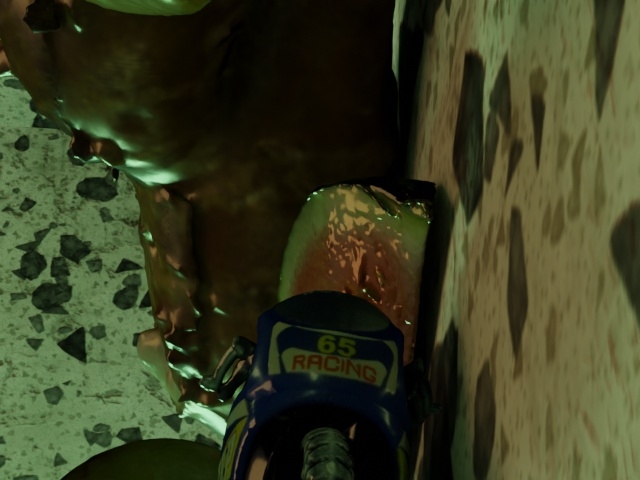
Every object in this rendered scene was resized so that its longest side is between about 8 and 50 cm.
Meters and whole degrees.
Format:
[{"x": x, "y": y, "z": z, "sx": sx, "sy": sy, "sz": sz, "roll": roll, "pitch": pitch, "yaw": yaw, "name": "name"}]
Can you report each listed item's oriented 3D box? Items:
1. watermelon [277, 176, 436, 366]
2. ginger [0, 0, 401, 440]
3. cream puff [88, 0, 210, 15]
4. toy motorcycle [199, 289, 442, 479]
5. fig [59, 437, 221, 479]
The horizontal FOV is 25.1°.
[{"x": 0.021, "y": 0.059, "z": 0.703, "sx": 0.119, "sy": 0.063, "sz": 0.245, "roll": -112, "pitch": 23, "yaw": -50, "name": "watermelon"}, {"x": -0.066, "y": -0.056, "z": 0.807, "sx": 0.176, "sy": 0.254, "sz": 0.418, "roll": -106, "pitch": 14, "yaw": -63, "name": "ginger"}, {"x": -0.042, "y": -0.242, "z": 0.479, "sx": 0.257, "sy": 0.324, "sz": 0.291, "roll": -29, "pitch": -30, "yaw": -51, "name": "cream puff"}, {"x": -0.007, "y": 0.128, "z": 0.612, "sx": 0.315, "sy": 0.113, "sz": 0.169, "roll": 101, "pitch": 177, "yaw": -60, "name": "toy motorcycle"}, {"x": -0.163, "y": 0.370, "z": 1.519, "sx": 0.316, "sy": 0.316, "sz": 0.316, "roll": -176, "pitch": 90, "yaw": -86, "name": "fig"}]
